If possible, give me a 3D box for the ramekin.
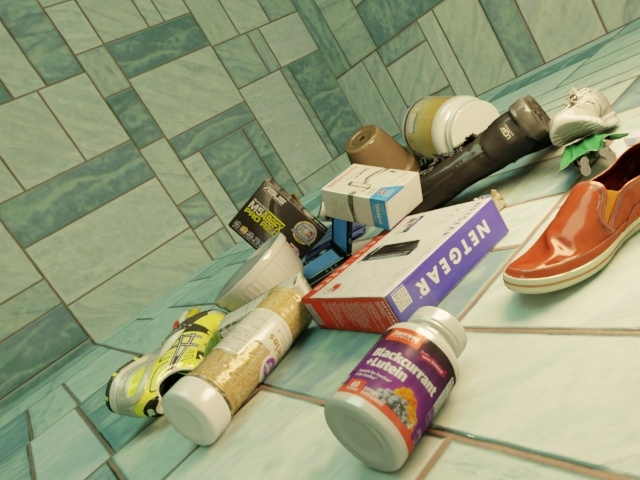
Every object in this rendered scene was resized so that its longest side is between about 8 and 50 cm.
[{"bbox_3d":[-0.163,0.115,1.396,0.273,0.127,0.273,-45,10,10],"label":"ramekin"}]

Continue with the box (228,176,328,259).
[{"bbox_3d":[-0.143,-0.045,1.663,0.216,0.270,0.060,-46,5,20],"label":"box"}]

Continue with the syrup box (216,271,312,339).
[{"bbox_3d":[-0.124,0.183,1.199,0.237,0.093,0.096,-31,11,7],"label":"syrup box"}]

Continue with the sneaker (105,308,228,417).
[{"bbox_3d":[-0.327,0.306,1.207,0.147,0.145,0.385,11,30,26],"label":"sneaker"}]

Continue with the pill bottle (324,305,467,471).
[{"bbox_3d":[0.102,0.169,0.602,0.193,0.108,0.108,-41,14,-37],"label":"pill bottle"}]

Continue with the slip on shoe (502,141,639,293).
[{"bbox_3d":[0.394,-0.034,0.726,0.331,0.101,0.123,-35,13,-9],"label":"slip on shoe"}]

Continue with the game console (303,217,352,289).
[{"bbox_3d":[0.000,0.000,1.458,0.250,0.173,0.293,-32,10,-2],"label":"game console"}]

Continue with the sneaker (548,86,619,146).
[{"bbox_3d":[0.577,-0.288,1.112,0.281,0.115,0.105,-18,-6,-46],"label":"sneaker"}]

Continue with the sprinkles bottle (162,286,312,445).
[{"bbox_3d":[-0.149,0.231,0.980,0.121,0.121,0.355,-23,14,39],"label":"sprinkles bottle"}]

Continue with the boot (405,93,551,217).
[{"bbox_3d":[0.405,-0.193,1.332,0.445,0.146,0.367,-41,-16,32],"label":"boot"}]

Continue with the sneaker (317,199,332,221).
[{"bbox_3d":[0.082,-0.098,1.729,0.271,0.108,0.100,-23,-49,-67],"label":"sneaker"}]

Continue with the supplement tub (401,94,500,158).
[{"bbox_3d":[0.452,-0.390,1.720,0.228,0.228,0.316,-33,23,-8],"label":"supplement tub"}]

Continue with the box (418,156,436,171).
[{"bbox_3d":[0.487,-0.399,2.079,0.395,0.097,0.318,-29,11,24],"label":"box"}]

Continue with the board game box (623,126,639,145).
[{"bbox_3d":[0.683,-0.227,0.992,0.090,0.020,0.090,-33,11,-11],"label":"board game box"}]

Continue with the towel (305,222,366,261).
[{"bbox_3d":[0.075,-0.031,1.777,0.243,0.040,0.336,-31,9,18],"label":"towel"}]

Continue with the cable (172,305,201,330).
[{"bbox_3d":[-0.478,0.315,1.644,0.139,0.072,0.287,-36,11,8],"label":"cable"}]

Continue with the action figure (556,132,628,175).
[{"bbox_3d":[0.562,-0.186,1.033,0.137,0.063,0.232,-28,5,28],"label":"action figure"}]

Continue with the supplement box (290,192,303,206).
[{"bbox_3d":[-0.138,-0.067,2.074,0.129,0.191,0.194,-27,13,24],"label":"supplement box"}]

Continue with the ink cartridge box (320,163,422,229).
[{"bbox_3d":[0.124,-0.113,1.216,0.203,0.086,0.148,15,43,39],"label":"ink cartridge box"}]

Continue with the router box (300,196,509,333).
[{"bbox_3d":[0.166,0.052,1.011,0.335,0.082,0.301,-38,12,-29],"label":"router box"}]

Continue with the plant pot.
[{"bbox_3d":[0.217,-0.314,1.881,0.263,0.229,0.263,-28,35,22],"label":"plant pot"}]

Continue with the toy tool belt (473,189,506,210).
[{"bbox_3d":[0.381,-0.090,1.129,0.052,0.051,0.083,-37,12,-26],"label":"toy tool belt"}]
